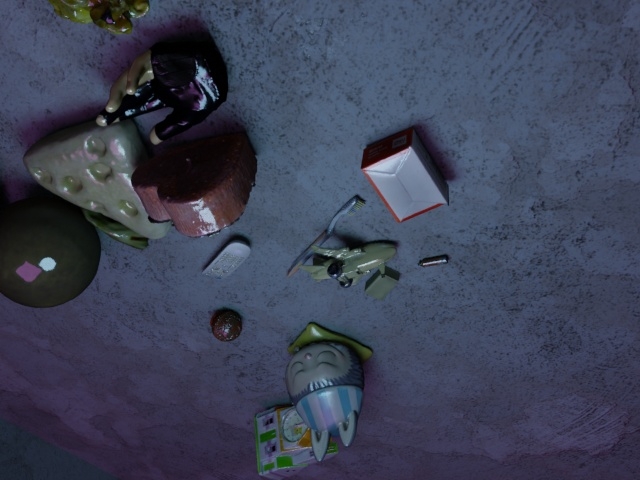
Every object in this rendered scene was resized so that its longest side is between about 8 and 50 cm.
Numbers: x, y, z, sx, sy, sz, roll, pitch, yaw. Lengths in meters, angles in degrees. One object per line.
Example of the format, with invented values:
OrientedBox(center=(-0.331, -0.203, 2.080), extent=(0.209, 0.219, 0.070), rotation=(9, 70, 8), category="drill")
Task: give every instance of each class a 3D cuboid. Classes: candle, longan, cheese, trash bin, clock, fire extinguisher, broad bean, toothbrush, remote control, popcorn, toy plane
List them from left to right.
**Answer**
OrientedBox(center=(-0.757, 0.035, 1.673), extent=(0.318, 0.319, 0.319), rotation=(8, 135, 7), category="longan")
OrientedBox(center=(-0.430, -0.497, 1.173), extent=(0.195, 0.173, 0.169), rotation=(18, 115, 10), category="popcorn")
OrientedBox(center=(-0.567, -0.143, 1.562), extent=(0.328, 0.130, 0.351), rotation=(-4, 131, 15), category="cheese")
OrientedBox(center=(-0.560, -0.042, 1.670), extent=(0.206, 0.153, 0.072), rotation=(24, 90, -15), category="broad bean")
OrientedBox(center=(-0.266, -0.149, 1.389), extent=(0.317, 0.287, 0.132), rotation=(28, 146, 47), category="candle")
OrientedBox(center=(-0.268, 0.053, 1.742), extent=(0.073, 0.044, 0.229), rotation=(17, 146, -25), category="remote control")
OrientedBox(center=(-0.075, 0.693, 2.200), extent=(0.309, 0.235, 0.166), rotation=(-26, 141, 20), category="clock")
OrientedBox(center=(0.000, 0.000, 1.627), extent=(0.037, 0.028, 0.375), rotation=(25, 135, -21), category="toothbrush")
OrientedBox(center=(0.079, 0.062, 1.619), extent=(0.256, 0.104, 0.242), rotation=(-8, 150, 25), category="toy plane")
OrientedBox(center=(0.170, 0.116, 1.687), extent=(0.060, 0.043, 0.092), rotation=(26, 134, -11), category="trash bin")
OrientedBox(center=(0.294, 0.057, 1.611), extent=(0.083, 0.023, 0.028), rotation=(-12, 160, 25), category="fire extinguisher")

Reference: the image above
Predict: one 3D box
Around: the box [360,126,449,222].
OrientedBox(center=(0.192, -0.146, 1.383), extent=(0.133, 0.099, 0.182), rotation=(-23, 123, 29), category="box")

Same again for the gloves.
OrientedBox(center=(-0.341, -0.311, 1.314), extent=(0.300, 0.152, 0.197), rotation=(-22, 122, 1), category="gloves")

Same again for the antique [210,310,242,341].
OrientedBox(center=(-0.293, 0.270, 1.922), extent=(0.104, 0.104, 0.104), rotation=(8, 135, 7), category="antique")

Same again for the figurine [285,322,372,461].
OrientedBox(center=(-0.012, 0.507, 1.888), extent=(0.266, 0.378, 0.361), rotation=(15, 135, 0), category="figurine")
